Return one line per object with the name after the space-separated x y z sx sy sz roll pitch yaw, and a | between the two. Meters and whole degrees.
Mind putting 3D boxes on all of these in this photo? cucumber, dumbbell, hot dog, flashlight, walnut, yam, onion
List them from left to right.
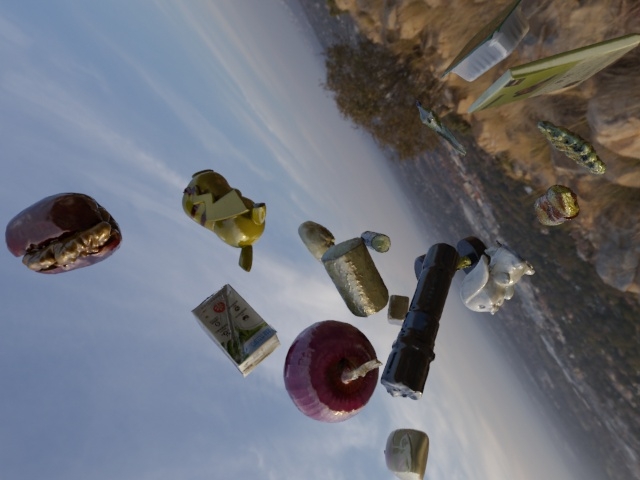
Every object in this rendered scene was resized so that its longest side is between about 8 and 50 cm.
-0.714 -0.004 1.244 0.244 0.268 0.222 54 168 43 | walnut
0.040 0.465 1.582 0.359 0.358 0.345 62 178 9 | onion
0.117 0.117 1.495 0.268 0.161 0.161 60 -171 -26 | yam
0.212 0.001 1.772 0.075 0.074 0.241 58 174 -11 | cucumber
0.257 0.183 1.107 0.103 0.103 0.424 53 -130 -36 | flashlight
0.638 0.123 2.156 0.204 0.322 0.204 160 90 -79 | dumbbell
0.783 -0.121 1.449 0.123 0.093 0.261 63 -176 9 | hot dog

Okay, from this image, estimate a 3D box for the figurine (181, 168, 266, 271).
-0.279 -0.087 1.339 0.326 0.218 0.169 33 -153 14 | figurine

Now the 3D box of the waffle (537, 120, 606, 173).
0.774 -0.286 1.353 0.223 0.054 0.204 22 -152 -41 | waffle

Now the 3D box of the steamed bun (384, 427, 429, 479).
0.287 0.731 1.523 0.239 0.152 0.170 63 -143 -51 | steamed bun

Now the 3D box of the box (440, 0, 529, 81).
0.603 -0.691 1.583 0.106 0.264 0.336 41 166 -10 | box

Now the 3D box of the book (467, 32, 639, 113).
0.584 -0.417 1.137 0.239 0.351 0.035 136 116 -83 | book

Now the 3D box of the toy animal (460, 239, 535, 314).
0.653 0.135 1.681 0.174 0.289 0.249 46 174 38 | toy animal

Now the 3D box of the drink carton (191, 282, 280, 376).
-0.336 0.351 1.768 0.324 0.194 0.132 38 156 29 | drink carton

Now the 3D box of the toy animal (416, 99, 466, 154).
0.326 -0.321 1.243 0.075 0.041 0.217 4 -135 -56 | toy animal

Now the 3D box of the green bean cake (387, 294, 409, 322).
0.333 0.301 1.900 0.179 0.085 0.109 56 -137 -69 | green bean cake

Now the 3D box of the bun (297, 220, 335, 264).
0.000 0.000 2.408 0.287 0.146 0.287 50 -172 -10 | bun
